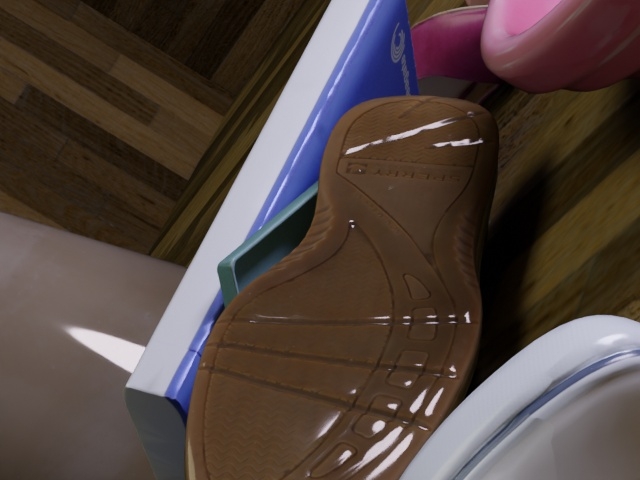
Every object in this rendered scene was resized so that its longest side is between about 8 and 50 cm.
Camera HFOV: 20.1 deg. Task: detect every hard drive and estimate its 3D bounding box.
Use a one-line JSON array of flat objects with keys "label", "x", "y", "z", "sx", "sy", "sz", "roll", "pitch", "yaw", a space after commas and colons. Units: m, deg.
[{"label": "hard drive", "x": -0.013, "y": 0.022, "z": 1.077, "sx": 0.210, "sy": 0.040, "sz": 0.318, "roll": 77, "pitch": -148, "yaw": -50}]

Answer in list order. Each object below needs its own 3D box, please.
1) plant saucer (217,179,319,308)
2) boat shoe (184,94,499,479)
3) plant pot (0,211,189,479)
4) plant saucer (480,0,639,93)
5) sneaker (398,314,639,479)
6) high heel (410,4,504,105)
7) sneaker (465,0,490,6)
[{"label": "plant saucer", "x": 0.000, "y": 0.000, "z": 0.998, "sx": 0.192, "sy": 0.018, "sz": 0.067, "roll": -42, "pitch": -52, "yaw": -51}, {"label": "boat shoe", "x": 0.023, "y": 0.059, "z": 0.904, "sx": 0.342, "sy": 0.123, "sz": 0.123, "roll": -70, "pitch": -17, "yaw": -52}, {"label": "plant pot", "x": -0.186, "y": 0.123, "z": 1.265, "sx": 0.323, "sy": 0.280, "sz": 0.323, "roll": -57, "pitch": 9, "yaw": 15}, {"label": "plant saucer", "x": 0.197, "y": -0.200, "z": 0.838, "sx": 0.332, "sy": 0.084, "sz": 0.332, "roll": -56, "pitch": 8, "yaw": 12}, {"label": "sneaker", "x": 0.048, "y": 0.145, "z": 0.514, "sx": 0.258, "sy": 0.094, "sz": 0.091, "roll": -61, "pitch": 29, "yaw": -1}, {"label": "high heel", "x": 0.074, "y": -0.075, "z": 1.233, "sx": 0.244, "sy": 0.082, "sz": 0.117, "roll": -26, "pitch": 60, "yaw": 53}, {"label": "sneaker", "x": 0.139, "y": -0.195, "z": 1.278, "sx": 0.134, "sy": 0.051, "sz": 0.070, "roll": -45, "pitch": 10, "yaw": 43}]
